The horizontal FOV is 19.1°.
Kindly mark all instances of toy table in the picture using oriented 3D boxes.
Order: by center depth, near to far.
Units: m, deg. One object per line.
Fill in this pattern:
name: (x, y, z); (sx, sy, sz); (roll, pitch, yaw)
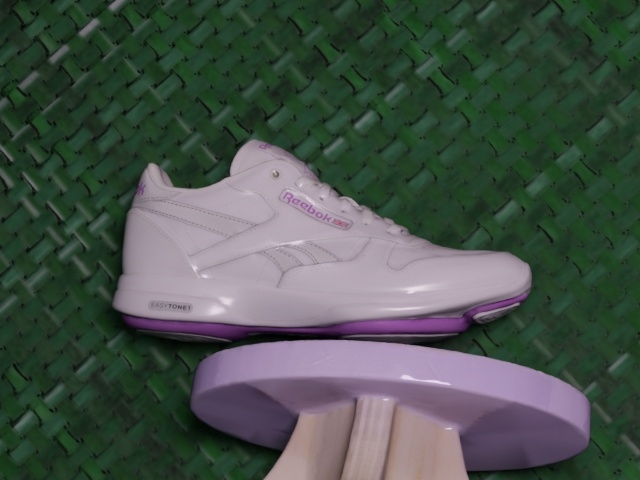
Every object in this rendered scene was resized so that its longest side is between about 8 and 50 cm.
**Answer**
toy table: (0.038, 0.173, 1.287); (0.274, 0.252, 0.161); (0, 63, 18)

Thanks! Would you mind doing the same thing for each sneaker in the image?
sneaker: (0.000, 0.000, 1.375); (0.305, 0.114, 0.152); (2, 81, 7)
